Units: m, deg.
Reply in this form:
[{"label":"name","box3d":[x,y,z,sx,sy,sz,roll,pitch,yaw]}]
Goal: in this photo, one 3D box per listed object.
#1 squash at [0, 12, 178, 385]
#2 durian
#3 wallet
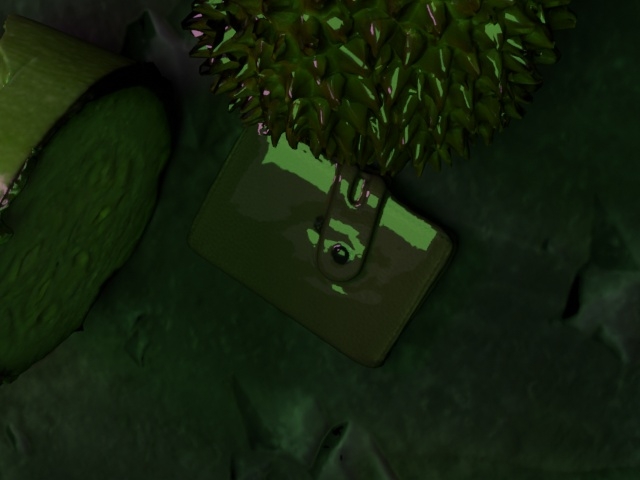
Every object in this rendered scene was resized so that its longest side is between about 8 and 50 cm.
[{"label":"squash","box3d":[-0.189,-0.029,0.932,0.133,0.220,0.220,28,110,6]},{"label":"durian","box3d":[0.040,-0.163,0.811,0.258,0.258,0.293,26,122,10]},{"label":"wallet","box3d":[0.000,0.000,0.975,0.152,0.039,0.118,34,113,8]}]
